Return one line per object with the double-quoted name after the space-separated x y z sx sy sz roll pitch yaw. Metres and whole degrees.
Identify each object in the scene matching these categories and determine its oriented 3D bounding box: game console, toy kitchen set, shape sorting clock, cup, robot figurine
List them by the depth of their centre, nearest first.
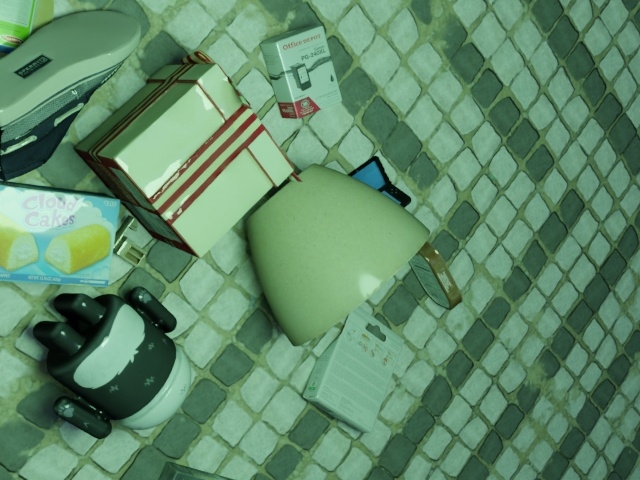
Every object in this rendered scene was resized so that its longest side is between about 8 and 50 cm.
-0.511 -0.366 1.235 0.206 0.040 0.206 -11 108 -36 "shape sorting clock"
-0.348 0.202 1.378 0.209 0.173 0.278 -40 120 7 "robot figurine"
-0.319 0.005 1.404 0.075 0.083 0.068 38 80 -32 "toy kitchen set"
0.000 0.000 1.499 0.331 0.331 0.237 -41 92 -19 "cup"
0.110 -0.097 1.663 0.122 0.107 0.071 -36 145 -20 "game console"

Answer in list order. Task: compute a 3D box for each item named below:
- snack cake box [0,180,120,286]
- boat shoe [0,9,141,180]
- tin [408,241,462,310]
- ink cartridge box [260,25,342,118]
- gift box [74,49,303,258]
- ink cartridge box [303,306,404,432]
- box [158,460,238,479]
-0.471 -0.014 1.303 0.264 0.089 0.152 6 97 -33 "snack cake box"
-0.422 -0.234 1.289 0.340 0.127 0.158 -43 159 -37 "boat shoe"
0.243 0.073 1.756 0.040 0.106 0.189 -41 117 -19 "tin"
-0.035 -0.318 1.529 0.109 0.063 0.150 -26 113 -25 "ink cartridge box"
-0.202 -0.139 1.343 0.258 0.276 0.255 -47 125 -17 "gift box"
0.075 0.273 1.737 0.181 0.056 0.224 38 60 -31 "ink cartridge box"
-0.232 0.550 1.584 0.231 0.056 0.183 28 85 -33 "box"
